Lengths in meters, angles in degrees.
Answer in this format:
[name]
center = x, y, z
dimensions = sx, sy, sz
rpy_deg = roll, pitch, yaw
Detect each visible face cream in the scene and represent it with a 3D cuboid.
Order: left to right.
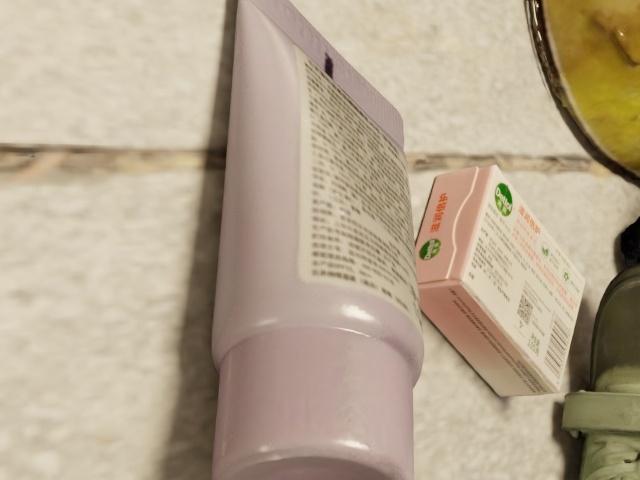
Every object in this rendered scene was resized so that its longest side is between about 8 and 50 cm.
[face cream]
center = 0.000, 0.000, 0.683
dimensions = 0.154, 0.096, 0.274
rpy_deg = 38, 41, -39

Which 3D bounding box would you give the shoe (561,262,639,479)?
[shoe]
center = 0.207, 0.164, 0.884
dimensions = 0.149, 0.109, 0.293
rpy_deg = -9, 95, -58

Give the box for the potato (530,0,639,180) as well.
[potato]
center = 0.378, -0.184, 1.038
dimensions = 0.397, 0.296, 0.290
rpy_deg = 33, 56, -46

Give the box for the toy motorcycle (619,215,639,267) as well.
[toy motorcycle]
center = 0.328, 0.092, 1.027
dimensions = 0.134, 0.207, 0.401
rpy_deg = -60, 146, -56

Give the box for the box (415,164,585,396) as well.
[box]
center = 0.108, 0.027, 0.840
dimensions = 0.125, 0.043, 0.089
rpy_deg = 48, 48, -35
